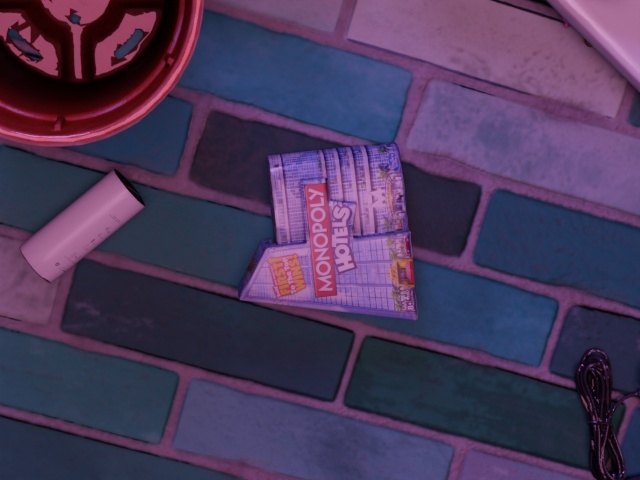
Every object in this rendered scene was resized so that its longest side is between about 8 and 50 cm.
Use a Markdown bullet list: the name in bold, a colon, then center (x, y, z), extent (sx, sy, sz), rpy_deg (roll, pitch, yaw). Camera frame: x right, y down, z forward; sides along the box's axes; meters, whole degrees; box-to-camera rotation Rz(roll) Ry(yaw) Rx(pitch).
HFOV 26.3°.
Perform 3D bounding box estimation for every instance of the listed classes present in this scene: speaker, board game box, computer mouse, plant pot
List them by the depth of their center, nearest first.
- **plant pot**: center (-0.252, -0.241, 1.334), extent (0.273, 0.265, 0.272), rpy_deg (-1, 101, -5)
- **speaker**: center (-0.256, -0.016, 1.483), extent (0.136, 0.055, 0.055), rpy_deg (-39, 101, 3)
- **board game box**: center (0.000, 0.000, 1.506), extent (0.194, 0.060, 0.194), rpy_deg (-7, 101, -4)
- **computer mouse**: center (0.431, 0.208, 1.582), extent (0.262, 0.060, 0.184), rpy_deg (-6, 100, -4)

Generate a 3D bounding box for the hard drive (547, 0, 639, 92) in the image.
- **hard drive**: center (0.356, -0.290, 1.475), extent (0.307, 0.040, 0.203), rpy_deg (42, 85, -12)

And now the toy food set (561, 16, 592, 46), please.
- **toy food set**: center (0.306, -0.248, 1.506), extent (0.078, 0.019, 0.122), rpy_deg (-36, 102, 2)
